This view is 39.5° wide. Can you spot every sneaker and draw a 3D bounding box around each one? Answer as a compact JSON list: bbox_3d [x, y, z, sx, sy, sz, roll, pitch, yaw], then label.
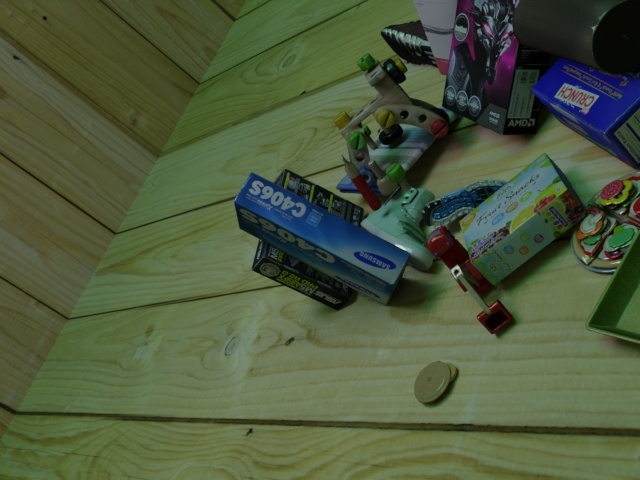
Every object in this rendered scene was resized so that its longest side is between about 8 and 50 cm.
[{"bbox_3d":[0.188,-0.041,1.833,0.151,0.094,0.256,-48,30,0],"label":"sneaker"},{"bbox_3d":[0.296,-0.084,1.762,0.190,0.071,0.083,-15,13,32],"label":"sneaker"},{"bbox_3d":[0.285,-0.535,2.279,0.162,0.106,0.281,-48,38,-5],"label":"sneaker"}]

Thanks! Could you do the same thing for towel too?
[{"bbox_3d":[0.179,-0.206,2.047,0.285,0.034,0.209,-48,26,-20],"label":"towel"}]

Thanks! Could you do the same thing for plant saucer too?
[{"bbox_3d":[0.504,0.078,1.287,0.188,0.045,0.188,-57,29,-11],"label":"plant saucer"}]

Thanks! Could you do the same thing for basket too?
[{"bbox_3d":[0.462,-0.380,1.525,0.204,0.154,0.227,-46,32,13],"label":"basket"}]

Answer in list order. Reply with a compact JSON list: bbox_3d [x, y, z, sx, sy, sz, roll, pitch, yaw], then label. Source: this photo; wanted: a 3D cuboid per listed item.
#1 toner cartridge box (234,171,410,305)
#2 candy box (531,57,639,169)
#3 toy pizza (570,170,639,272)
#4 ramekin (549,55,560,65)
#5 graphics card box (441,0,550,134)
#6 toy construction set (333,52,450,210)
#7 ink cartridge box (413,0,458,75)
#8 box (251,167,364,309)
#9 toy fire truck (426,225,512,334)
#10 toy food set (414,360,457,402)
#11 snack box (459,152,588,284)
[{"bbox_3d":[0.000,0.000,1.763,0.075,0.347,0.165,-60,-9,-15],"label":"toner cartridge box"},{"bbox_3d":[0.568,-0.311,1.568,0.317,0.122,0.268,-45,30,8],"label":"candy box"},{"bbox_3d":[0.491,-0.037,1.453,0.201,0.032,0.201,-35,32,27],"label":"toy pizza"},{"bbox_3d":[0.517,-0.530,1.868,0.303,0.148,0.303,-36,32,26],"label":"ramekin"},{"bbox_3d":[0.363,-0.418,1.788,0.233,0.094,0.371,42,132,55],"label":"graphics card box"},{"bbox_3d":[0.107,-0.246,1.886,0.257,0.237,0.309,-20,30,34],"label":"toy construction set"},{"bbox_3d":[0.319,-0.534,2.000,0.117,0.283,0.207,14,66,30],"label":"ink cartridge box"},{"bbox_3d":[-0.021,-0.006,1.959,0.060,0.216,0.270,-48,24,44],"label":"box"},{"bbox_3d":[0.256,0.065,1.564,0.047,0.192,0.135,-41,1,16],"label":"toy fire truck"},{"bbox_3d":[0.197,0.247,1.560,0.082,0.020,0.083,-2,55,55],"label":"toy food set"},{"bbox_3d":[0.355,-0.041,1.591,0.207,0.070,0.174,-39,20,19],"label":"snack box"}]
